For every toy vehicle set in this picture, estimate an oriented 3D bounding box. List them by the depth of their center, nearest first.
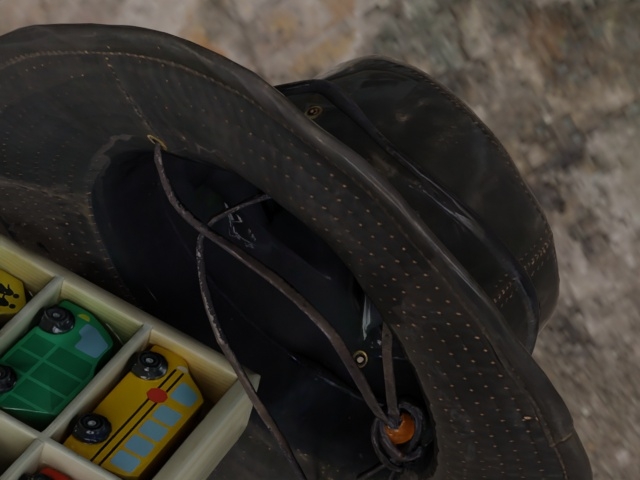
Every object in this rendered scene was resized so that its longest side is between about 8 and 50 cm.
[{"bbox_3d":[-0.158,0.099,0.779,0.166,0.035,0.267,27,41,12],"label":"toy vehicle set"}]

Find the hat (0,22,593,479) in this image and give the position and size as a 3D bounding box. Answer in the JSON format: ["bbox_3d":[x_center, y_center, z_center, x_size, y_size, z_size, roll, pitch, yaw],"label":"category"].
[{"bbox_3d":[0.000,0.000,0.837,0.331,0.331,0.134,25,58,29],"label":"hat"}]
